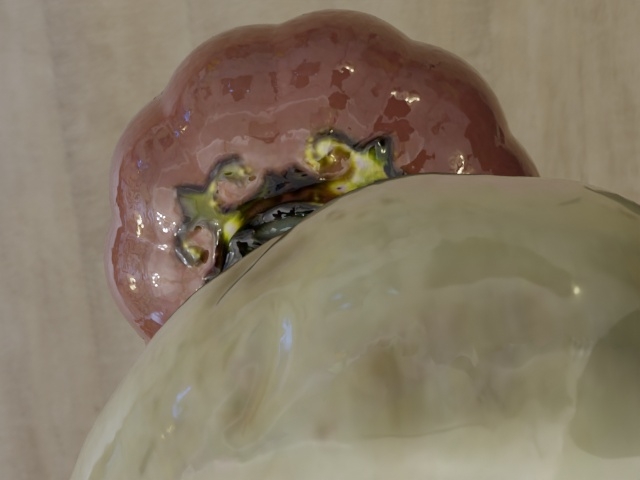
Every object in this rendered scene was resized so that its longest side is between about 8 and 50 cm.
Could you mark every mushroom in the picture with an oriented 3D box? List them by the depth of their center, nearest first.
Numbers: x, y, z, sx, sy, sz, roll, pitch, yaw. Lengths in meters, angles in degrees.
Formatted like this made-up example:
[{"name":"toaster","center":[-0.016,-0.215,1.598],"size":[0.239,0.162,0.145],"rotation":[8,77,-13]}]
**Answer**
[{"name":"mushroom","center":[0.072,0.133,0.665],"size":[0.325,0.353,0.353],"rotation":[31,112,9]}]

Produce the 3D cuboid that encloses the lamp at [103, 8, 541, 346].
[{"name":"lamp","center":[0.000,0.000,0.966],"size":[0.305,0.239,0.305],"rotation":[1,104,6]}]
